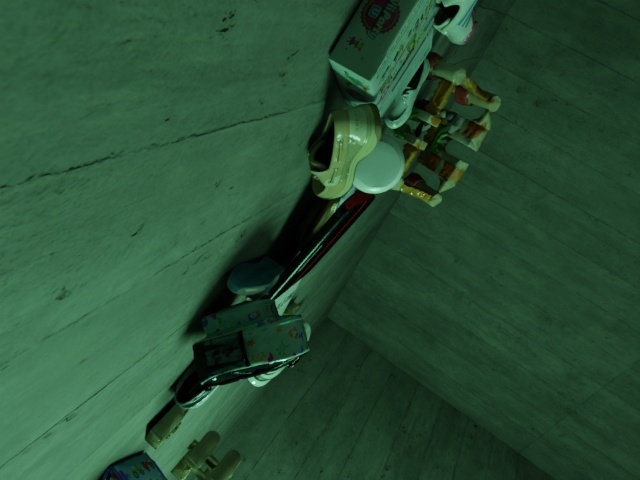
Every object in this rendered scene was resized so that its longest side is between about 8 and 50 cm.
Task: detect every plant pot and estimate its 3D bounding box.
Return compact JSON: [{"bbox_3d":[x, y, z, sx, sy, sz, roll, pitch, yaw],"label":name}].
[{"bbox_3d":[-0.009,-0.071,1.401,0.236,0.032,0.236,-53,169,-14],"label":"plant pot"}]

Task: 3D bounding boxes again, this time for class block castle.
[{"bbox_3d":[0.369,-0.369,1.530,0.303,0.213,0.453,14,112,-38],"label":"block castle"}]

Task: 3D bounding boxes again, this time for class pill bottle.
[{"bbox_3d":[0.136,-0.203,1.157,0.152,0.152,0.272,-58,-175,13],"label":"pill bottle"}]

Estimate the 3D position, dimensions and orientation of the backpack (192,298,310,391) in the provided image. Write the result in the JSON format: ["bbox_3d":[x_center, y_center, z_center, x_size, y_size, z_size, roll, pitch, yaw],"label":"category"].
[{"bbox_3d":[-0.158,0.242,1.082,0.225,0.253,0.191,51,28,-79],"label":"backpack"}]

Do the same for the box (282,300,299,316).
[{"bbox_3d":[-0.152,0.330,1.941,0.105,0.043,0.179,-59,167,15],"label":"box"}]

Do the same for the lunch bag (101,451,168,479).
[{"bbox_3d":[-0.430,0.710,1.148,0.138,0.293,0.221,-54,169,-13],"label":"lunch bag"}]

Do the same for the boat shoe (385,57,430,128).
[{"bbox_3d":[0.254,-0.452,1.339,0.228,0.079,0.081,-63,162,6],"label":"boat shoe"}]

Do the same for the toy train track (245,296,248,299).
[{"bbox_3d":[-0.196,0.158,1.308,0.048,0.014,0.083,-53,166,22],"label":"toy train track"}]

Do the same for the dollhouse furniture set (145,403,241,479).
[{"bbox_3d":[-0.333,0.559,1.238,0.161,0.242,0.212,-45,175,-45],"label":"dollhouse furniture set"}]

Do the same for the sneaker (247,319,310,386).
[{"bbox_3d":[-0.114,0.451,1.942,0.257,0.169,0.447,-37,180,34],"label":"sneaker"}]

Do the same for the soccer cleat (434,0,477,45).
[{"bbox_3d":[0.356,-0.621,1.226,0.143,0.116,0.331,-41,168,5],"label":"soccer cleat"}]

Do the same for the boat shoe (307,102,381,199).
[{"bbox_3d":[0.023,-0.192,1.002,0.110,0.122,0.341,-7,161,-19],"label":"boat shoe"}]

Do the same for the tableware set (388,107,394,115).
[{"bbox_3d":[0.173,-0.395,1.231,0.194,0.039,0.128,-53,159,-47],"label":"tableware set"}]

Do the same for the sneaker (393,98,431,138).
[{"bbox_3d":[0.365,-0.481,1.737,0.283,0.107,0.124,-47,150,-50],"label":"sneaker"}]

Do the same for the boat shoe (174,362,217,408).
[{"bbox_3d":[-0.279,0.326,1.215,0.301,0.108,0.102,-45,168,-20],"label":"boat shoe"}]

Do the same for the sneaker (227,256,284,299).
[{"bbox_3d":[-0.163,0.107,1.100,0.092,0.087,0.228,-56,168,13],"label":"sneaker"}]

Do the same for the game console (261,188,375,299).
[{"bbox_3d":[0.000,0.000,1.310,0.386,0.060,0.342,-49,173,23],"label":"game console"}]

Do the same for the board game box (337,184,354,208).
[{"bbox_3d":[0.095,-0.164,1.616,0.090,0.020,0.090,-52,169,-21],"label":"board game box"}]

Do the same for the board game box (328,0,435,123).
[{"bbox_3d":[0.137,-0.390,0.923,0.224,0.097,0.303,-58,171,5],"label":"board game box"}]

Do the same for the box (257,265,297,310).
[{"bbox_3d":[-0.177,0.239,1.523,0.322,0.058,0.232,-63,168,26],"label":"box"}]
